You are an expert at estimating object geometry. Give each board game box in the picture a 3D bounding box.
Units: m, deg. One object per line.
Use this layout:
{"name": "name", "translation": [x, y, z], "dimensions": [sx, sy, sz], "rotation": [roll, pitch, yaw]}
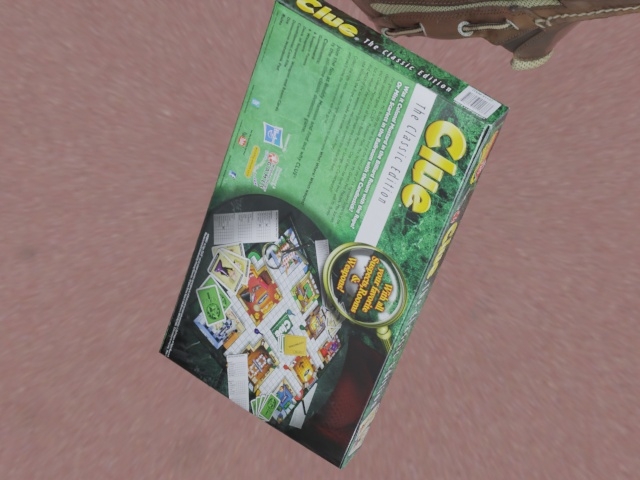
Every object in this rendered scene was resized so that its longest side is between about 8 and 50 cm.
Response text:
{"name": "board game box", "translation": [0.000, 0.000, 1.006], "dimensions": [0.136, 0.030, 0.260], "rotation": [34, 128, 15]}

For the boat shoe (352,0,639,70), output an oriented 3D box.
{"name": "boat shoe", "translation": [0.121, -0.146, 1.019], "dimensions": [0.095, 0.257, 0.095], "rotation": [-42, 126, -30]}
